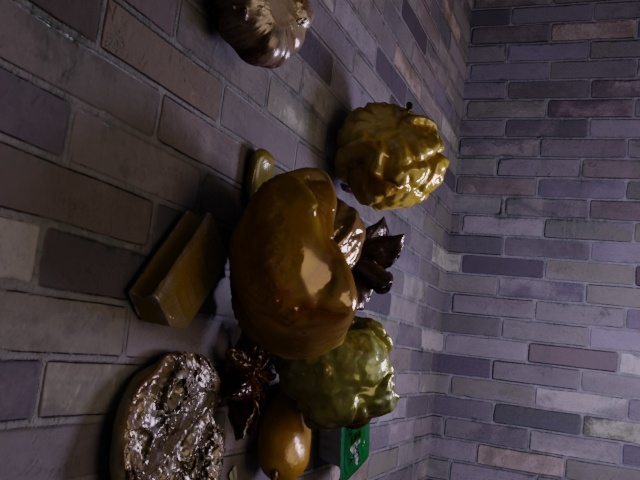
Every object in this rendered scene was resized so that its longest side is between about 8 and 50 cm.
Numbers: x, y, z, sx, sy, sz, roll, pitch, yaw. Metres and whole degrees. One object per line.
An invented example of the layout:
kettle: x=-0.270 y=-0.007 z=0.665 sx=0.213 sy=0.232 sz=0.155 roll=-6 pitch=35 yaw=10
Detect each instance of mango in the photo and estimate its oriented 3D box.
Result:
mango: x=-0.083 y=0.477 z=1.853 sx=0.317 sy=0.119 sz=0.176 roll=-77 pitch=147 yaw=-47

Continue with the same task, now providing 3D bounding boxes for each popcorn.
popcorn: x=0.197 y=-0.229 z=2.210 sx=0.382 sy=0.349 sz=0.349 roll=107 pitch=5 yaw=-50
popcorn: x=0.028 y=0.316 z=1.812 sx=0.312 sy=0.312 sz=0.312 roll=4 pitch=90 yaw=-68

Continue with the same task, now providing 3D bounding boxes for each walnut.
walnut: x=0.000 y=0.000 z=1.858 sx=0.261 sy=0.224 sz=0.225 roll=-64 pitch=149 yaw=-48

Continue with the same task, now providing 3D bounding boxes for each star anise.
star anise: x=0.095 y=0.076 z=1.987 sx=0.117 sy=0.331 sz=0.332 roll=49 pitch=45 yaw=-30
star anise: x=-0.159 y=0.320 z=1.665 sx=0.288 sy=0.088 sz=0.288 roll=3 pitch=90 yaw=-78

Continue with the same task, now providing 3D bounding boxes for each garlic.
garlic: x=-0.130 y=-0.485 z=1.559 sx=0.245 sy=0.160 sz=0.245 roll=-8 pitch=100 yaw=-46

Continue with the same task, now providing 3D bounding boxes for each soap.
soap: x=-0.265 y=0.067 z=1.403 sx=0.232 sy=0.073 sz=0.140 roll=-64 pitch=149 yaw=-43
soap: x=-0.141 y=-0.143 z=1.710 sx=0.089 sy=0.045 sz=0.140 roll=30 pitch=65 yaw=-69

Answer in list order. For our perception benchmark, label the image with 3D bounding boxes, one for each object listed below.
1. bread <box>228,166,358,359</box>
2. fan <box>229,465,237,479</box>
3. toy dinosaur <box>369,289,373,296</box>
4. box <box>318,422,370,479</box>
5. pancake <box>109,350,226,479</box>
bread: x=-0.073 y=0.044 z=1.521 sx=0.394 sy=0.250 sz=0.361 roll=100 pitch=-20 yaw=-71
fan: x=-0.180 y=0.717 z=1.788 sx=0.233 sy=0.012 sz=0.415 roll=-53 pitch=142 yaw=-54
toy dinosaur: x=0.140 y=0.111 z=2.289 sx=0.363 sy=0.076 sz=0.147 roll=-156 pitch=-94 yaw=-83
box: x=0.069 y=0.537 z=2.248 sx=0.264 sy=0.106 sz=0.337 roll=-7 pitch=101 yaw=-67
pancake: x=-0.280 y=0.398 z=1.422 sx=0.382 sy=0.071 sz=0.382 roll=1 pitch=90 yaw=-70
